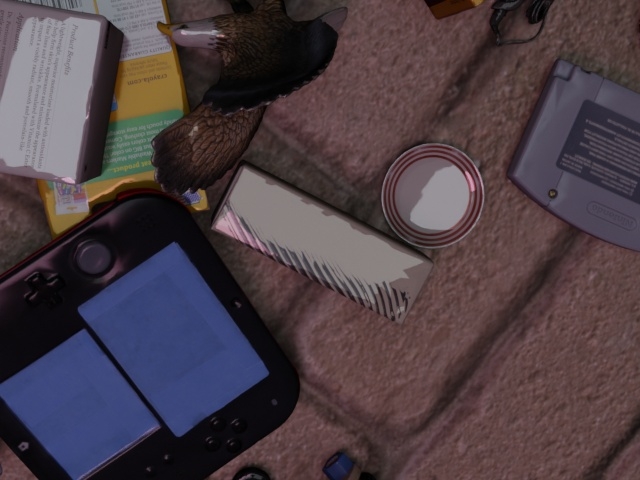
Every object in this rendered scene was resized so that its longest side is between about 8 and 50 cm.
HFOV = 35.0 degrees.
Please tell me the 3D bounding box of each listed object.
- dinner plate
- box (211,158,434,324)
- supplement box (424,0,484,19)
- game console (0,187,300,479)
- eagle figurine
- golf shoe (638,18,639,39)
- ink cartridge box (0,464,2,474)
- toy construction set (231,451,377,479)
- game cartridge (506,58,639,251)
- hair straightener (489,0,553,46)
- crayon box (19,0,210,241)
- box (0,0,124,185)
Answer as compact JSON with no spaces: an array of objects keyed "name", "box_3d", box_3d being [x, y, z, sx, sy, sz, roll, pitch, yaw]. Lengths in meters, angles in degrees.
[{"name":"dinner plate","box_3d":[0.150,-0.060,1.358,0.141,0.017,0.141,-1,98,-6]},{"name":"box","box_3d":[0.000,0.000,1.302,0.275,0.113,0.094,27,95,-8]},{"name":"supplement box","box_3d":[0.163,-0.390,1.230,0.129,0.191,0.194,-35,100,-1]},{"name":"game console","box_3d":[-0.237,0.158,1.253,0.342,0.060,0.387,-36,117,-9]},{"name":"eagle figurine","box_3d":[-0.086,-0.208,1.193,0.225,0.226,0.298,-8,62,12]},{"name":"golf shoe","box_3d":[0.465,-0.306,1.339,0.085,0.067,0.186,-10,98,-7]},{"name":"ink cartridge box","box_3d":[-0.531,0.170,1.257,0.185,0.065,0.311,-13,97,18]},{"name":"toy construction set","box_3d":[-0.005,0.449,1.291,0.257,0.237,0.309,-17,99,-4]},{"name":"game cartridge","box_3d":[0.409,-0.096,1.367,0.297,0.062,0.198,23,98,-9]},{"name":"hair straightener","box_3d":[0.304,-0.344,1.325,0.089,0.047,0.230,34,92,-9]},{"name":"crayon box","box_3d":[-0.269,-0.178,1.262,0.203,0.083,0.323,-12,97,-5]},{"name":"box","box_3d":[-0.298,-0.162,1.127,0.119,0.182,0.181,10,95,-6]}]
